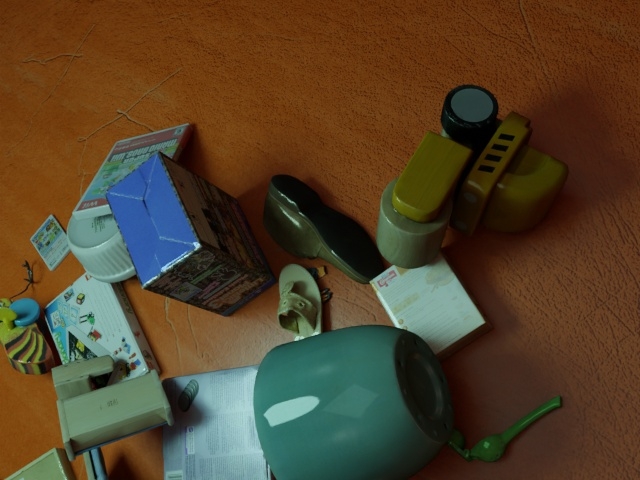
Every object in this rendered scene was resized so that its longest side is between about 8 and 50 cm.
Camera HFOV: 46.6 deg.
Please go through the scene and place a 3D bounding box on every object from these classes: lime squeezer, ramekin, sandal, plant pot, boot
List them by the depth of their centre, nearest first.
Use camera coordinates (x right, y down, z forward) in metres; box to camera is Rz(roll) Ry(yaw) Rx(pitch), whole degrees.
[{"bbox_3d":[0.073,0.271,1.214,0.235,0.293,0.293,-26,65,28],"label":"plant pot"},{"bbox_3d":[0.250,0.321,1.269,0.310,0.059,0.110,-7,73,26],"label":"lime squeezer"},{"bbox_3d":[-0.044,0.150,1.442,0.088,0.079,0.240,-21,71,22],"label":"sandal"},{"bbox_3d":[0.000,0.000,1.481,0.305,0.112,0.115,42,126,25],"label":"boot"},{"bbox_3d":[-0.464,-0.020,1.658,0.207,0.109,0.207,-13,51,16],"label":"ramekin"}]

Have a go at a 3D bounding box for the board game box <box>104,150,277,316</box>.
[{"bbox_3d":[-0.251,-0.004,1.475,0.141,0.291,0.232,-35,63,12],"label":"board game box"}]

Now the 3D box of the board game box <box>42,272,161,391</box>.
[{"bbox_3d":[-0.498,0.223,1.670,0.193,0.053,0.305,-38,62,11],"label":"board game box"}]

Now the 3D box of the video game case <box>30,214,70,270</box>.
[{"bbox_3d":[-0.664,0.005,1.840,0.087,0.011,0.122,-48,61,8],"label":"video game case"}]

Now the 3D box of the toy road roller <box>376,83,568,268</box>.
[{"bbox_3d":[0.265,-0.080,1.267,0.240,0.202,0.329,30,67,15],"label":"toy road roller"}]

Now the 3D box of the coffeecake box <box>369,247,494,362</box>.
[{"bbox_3d":[0.199,0.115,1.346,0.142,0.068,0.185,-36,63,13],"label":"coffeecake box"}]

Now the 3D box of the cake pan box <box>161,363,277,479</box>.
[{"bbox_3d":[-0.195,0.390,1.465,0.245,0.070,0.267,-15,69,24],"label":"cake pan box"}]

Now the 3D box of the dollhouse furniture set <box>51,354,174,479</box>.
[{"bbox_3d":[-0.402,0.426,1.523,0.198,0.303,0.286,-15,28,-18],"label":"dollhouse furniture set"}]

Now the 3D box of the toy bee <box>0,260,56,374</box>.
[{"bbox_3d":[-0.726,0.202,1.731,0.162,0.195,0.298,-18,32,-19],"label":"toy bee"}]

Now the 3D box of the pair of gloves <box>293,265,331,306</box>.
[{"bbox_3d":[-0.017,0.094,1.493,0.074,0.010,0.083,-22,66,20],"label":"pair of gloves"}]

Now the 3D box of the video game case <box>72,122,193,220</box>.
[{"bbox_3d":[-0.412,-0.157,1.657,0.204,0.025,0.285,-11,38,18],"label":"video game case"}]

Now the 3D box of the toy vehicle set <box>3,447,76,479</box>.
[{"bbox_3d":[-0.651,0.594,1.620,0.267,0.035,0.166,-32,64,3],"label":"toy vehicle set"}]
